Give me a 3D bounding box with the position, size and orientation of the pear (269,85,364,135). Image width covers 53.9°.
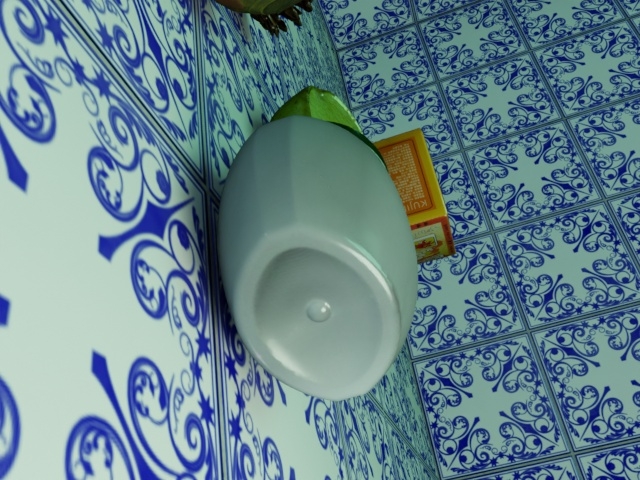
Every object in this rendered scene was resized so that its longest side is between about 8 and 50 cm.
[{"bbox_3d":[-0.022,-0.167,1.135,0.238,0.164,0.255,17,46,-55],"label":"pear"}]

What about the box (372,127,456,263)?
[{"bbox_3d":[0.119,-0.053,1.330,0.259,0.284,0.213,51,25,-65],"label":"box"}]

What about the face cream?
[{"bbox_3d":[0.000,0.000,0.774,0.357,0.220,0.312,-88,159,-64],"label":"face cream"}]

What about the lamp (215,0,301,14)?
[{"bbox_3d":[-0.104,-0.489,0.944,0.250,0.250,0.284,-66,134,-75],"label":"lamp"}]

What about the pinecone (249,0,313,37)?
[{"bbox_3d":[-0.087,-0.516,1.238,0.208,0.208,0.207,-17,90,-80],"label":"pinecone"}]
